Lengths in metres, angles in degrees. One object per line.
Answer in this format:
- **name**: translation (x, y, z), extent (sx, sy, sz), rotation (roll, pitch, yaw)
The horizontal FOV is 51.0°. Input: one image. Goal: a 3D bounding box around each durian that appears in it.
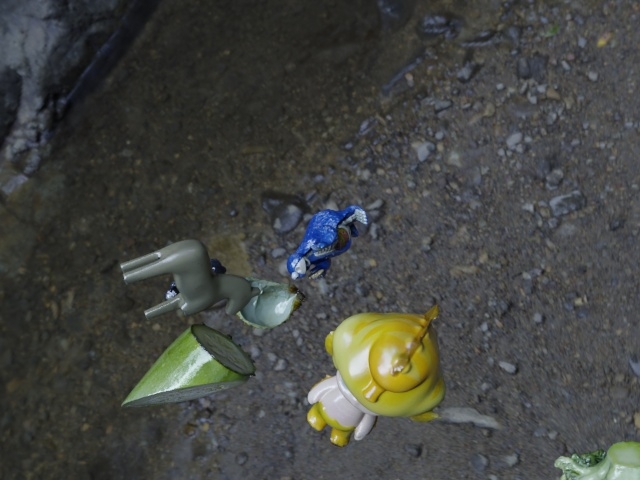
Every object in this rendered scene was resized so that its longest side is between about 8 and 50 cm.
- **durian**: translation (-0.156, 0.172, 1.892), extent (0.139, 0.252, 0.144), rotation (-56, 29, 37)

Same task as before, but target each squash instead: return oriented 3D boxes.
- **squash**: translation (-0.287, 0.324, 1.455), extent (0.260, 0.189, 0.189), rotation (-51, 58, 6)

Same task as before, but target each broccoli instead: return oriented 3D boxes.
- **broccoli**: translation (0.634, 0.554, 1.436), extent (0.288, 0.248, 0.245), rotation (12, 117, 41)

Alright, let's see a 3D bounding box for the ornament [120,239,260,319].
- **ornament**: translation (-0.253, 0.093, 1.371), extent (0.245, 0.230, 0.061), rotation (-21, 43, -11)

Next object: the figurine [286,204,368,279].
- **figurine**: translation (0.002, 0.002, 1.657), extent (0.121, 0.262, 0.164), rotation (37, 131, 15)

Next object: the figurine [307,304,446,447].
- **figurine**: translation (0.063, 0.163, 0.782), extent (0.156, 0.246, 0.131), rotation (38, 44, 0)

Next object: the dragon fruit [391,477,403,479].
- **dragon fruit**: translation (0.014, 0.283, 0.225), extent (0.371, 0.386, 0.249), rotation (-105, 29, -64)

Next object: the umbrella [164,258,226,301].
- **umbrella**: translation (-0.304, 0.098, 1.567), extent (0.071, 0.224, 0.080), rotation (46, 111, 1)
